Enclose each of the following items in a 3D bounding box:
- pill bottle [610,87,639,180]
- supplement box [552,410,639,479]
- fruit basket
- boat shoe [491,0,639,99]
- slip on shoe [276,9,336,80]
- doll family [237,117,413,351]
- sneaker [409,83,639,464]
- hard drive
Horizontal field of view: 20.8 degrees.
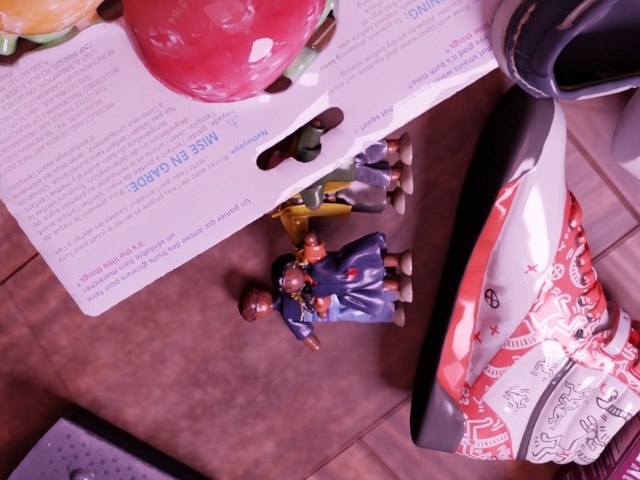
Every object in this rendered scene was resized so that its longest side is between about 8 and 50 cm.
[{"bbox_3d":[0.295,-0.025,1.102,0.221,0.124,0.124,33,108,-14],"label":"pill bottle"},{"bbox_3d":[0.225,0.183,1.210,0.104,0.081,0.188,27,110,-12],"label":"supplement box"},{"bbox_3d":[-0.095,-0.179,1.003,0.327,0.165,0.353,-32,114,4],"label":"fruit basket"},{"bbox_3d":[0.226,-0.145,1.011,0.254,0.079,0.095,-17,118,-11],"label":"boat shoe"},{"bbox_3d":[-0.011,-0.147,1.088,0.135,0.051,0.041,-42,72,22],"label":"slip on shoe"},{"bbox_3d":[0.000,0.000,1.132,0.111,0.076,0.193,-5,116,-5],"label":"doll family"},{"bbox_3d":[0.157,0.029,1.141,0.145,0.090,0.270,10,116,-7],"label":"sneaker"},{"bbox_3d":[-0.179,0.246,1.239,0.172,0.054,0.255,30,109,-13],"label":"hard drive"}]
